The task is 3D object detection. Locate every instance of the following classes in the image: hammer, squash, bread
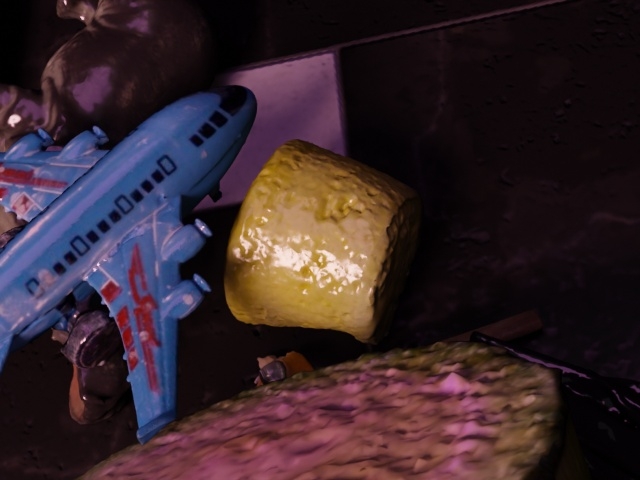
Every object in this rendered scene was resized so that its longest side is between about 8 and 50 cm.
[{"bbox_3d":[0.056,0.080,0.690,0.182,0.017,0.062,-17,57,-11],"label":"hammer"},{"bbox_3d":[0.018,0.247,0.509,0.310,0.310,0.309,-22,103,2],"label":"squash"},{"bbox_3d":[0.000,0.000,0.724,0.114,0.111,0.129,16,72,13],"label":"bread"}]

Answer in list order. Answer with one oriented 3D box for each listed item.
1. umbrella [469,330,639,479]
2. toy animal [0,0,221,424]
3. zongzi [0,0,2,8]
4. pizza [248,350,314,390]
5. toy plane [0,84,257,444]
[{"bbox_3d":[0.223,0.126,0.606,0.340,0.118,0.118,6,64,11],"label":"umbrella"},{"bbox_3d":[-0.179,-0.047,0.787,0.168,0.106,0.343,13,69,-4],"label":"toy animal"},{"bbox_3d":[-0.283,-0.119,0.874,0.242,0.112,0.221,34,62,6],"label":"zongzi"},{"bbox_3d":[-0.072,0.163,0.684,0.195,0.052,0.185,-17,57,6],"label":"pizza"},{"bbox_3d":[-0.140,0.000,0.661,0.271,0.105,0.254,-38,64,-23],"label":"toy plane"}]
